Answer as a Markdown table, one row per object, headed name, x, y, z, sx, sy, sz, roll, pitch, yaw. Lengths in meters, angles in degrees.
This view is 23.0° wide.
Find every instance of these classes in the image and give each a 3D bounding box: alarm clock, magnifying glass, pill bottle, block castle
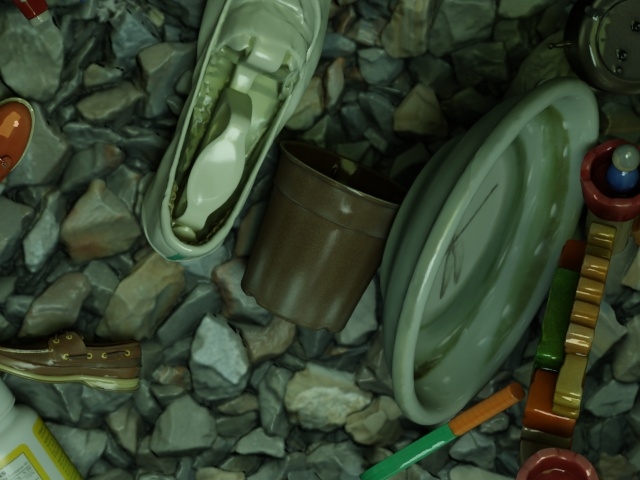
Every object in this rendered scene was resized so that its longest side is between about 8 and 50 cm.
| name | x | y | z | sx | sy | sz | roll | pitch | yaw |
| --- | --- | --- | --- | --- | --- | --- | --- | --- | --- |
| alarm clock | 0.363 | -0.222 | 1.786 | 0.192 | 0.064 | 0.129 | 26 | 94 | -21 |
| magnifying glass | 0.135 | 0.221 | 1.759 | 0.231 | 0.092 | 0.026 | -38 | 77 | 32 |
| pill bottle | -0.328 | 0.250 | 1.675 | 0.119 | 0.119 | 0.208 | -33 | 107 | -6 |
| block castle | 0.379 | 0.123 | 1.648 | 0.303 | 0.213 | 0.453 | 11 | 64 | 10 |

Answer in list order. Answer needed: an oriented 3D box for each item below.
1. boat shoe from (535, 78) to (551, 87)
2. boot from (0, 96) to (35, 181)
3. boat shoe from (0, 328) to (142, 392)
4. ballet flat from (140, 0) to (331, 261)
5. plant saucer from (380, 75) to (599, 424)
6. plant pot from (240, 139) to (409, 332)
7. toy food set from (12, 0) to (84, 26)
| name | x | y | z | sx | sy | sz | roll | pitch | yaw |
| --- | --- | --- | --- | --- | --- | --- | --- | --- | --- |
| boat shoe | 0.265 | -0.134 | 1.790 | 0.035 | 0.035 | 0.100 | -7 | 103 | -12 |
| boot | -0.345 | -0.077 | 1.624 | 0.059 | 0.084 | 0.158 | 33 | 90 | -16 |
| boat shoe | -0.278 | 0.123 | 1.695 | 0.178 | 0.064 | 0.060 | 10 | 93 | -22 |
| ballet flat | -0.078 | -0.157 | 1.650 | 0.139 | 0.139 | 0.400 | 20 | 95 | -17 |
| plant saucer | 0.161 | -0.002 | 1.672 | 0.101 | 0.400 | 0.400 | 27 | 95 | 24 |
| plant pot | 0.000 | 0.000 | 1.693 | 0.167 | 0.167 | 0.165 | 21 | 103 | -17 |
| toy food set | -0.290 | -0.260 | 1.578 | 0.232 | 0.111 | 0.104 | -43 | 111 | -36 |
